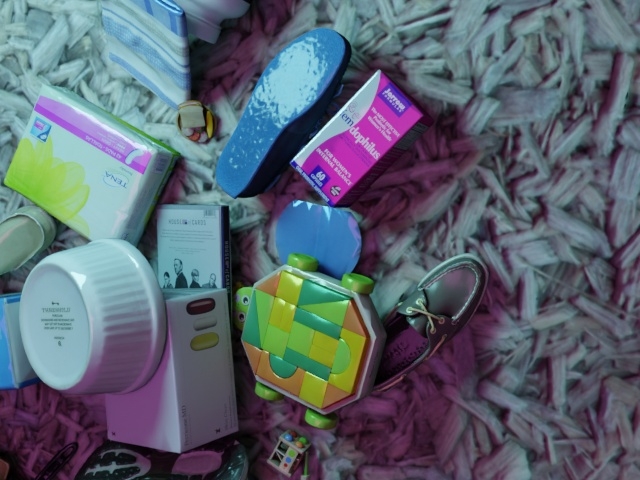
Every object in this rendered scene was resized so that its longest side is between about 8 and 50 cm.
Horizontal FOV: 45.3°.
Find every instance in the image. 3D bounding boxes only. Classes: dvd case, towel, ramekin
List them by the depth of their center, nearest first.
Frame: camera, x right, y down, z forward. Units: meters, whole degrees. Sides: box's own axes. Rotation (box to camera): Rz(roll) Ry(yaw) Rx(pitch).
[{"bbox_3d":[-0.392,0.135,1.285,0.273,0.127,0.272,4,97,39],"label":"ramekin"},{"bbox_3d":[-0.313,-0.359,1.355,0.209,0.285,0.034,39,66,10],"label":"towel"},{"bbox_3d":[-0.239,0.051,1.440,0.179,0.030,0.238,3,95,38],"label":"dvd case"}]

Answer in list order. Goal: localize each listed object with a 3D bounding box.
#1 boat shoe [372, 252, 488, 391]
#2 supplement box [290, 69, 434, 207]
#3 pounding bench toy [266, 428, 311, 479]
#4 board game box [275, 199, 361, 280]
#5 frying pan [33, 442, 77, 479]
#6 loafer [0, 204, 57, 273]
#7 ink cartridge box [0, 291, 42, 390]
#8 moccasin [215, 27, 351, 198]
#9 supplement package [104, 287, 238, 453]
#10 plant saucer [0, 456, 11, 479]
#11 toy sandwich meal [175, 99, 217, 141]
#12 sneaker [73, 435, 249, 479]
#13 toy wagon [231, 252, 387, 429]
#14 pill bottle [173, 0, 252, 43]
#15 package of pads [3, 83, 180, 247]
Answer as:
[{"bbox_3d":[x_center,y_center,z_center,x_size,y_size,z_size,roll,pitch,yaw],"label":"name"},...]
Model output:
[{"bbox_3d":[0.170,0.148,1.310,0.109,0.091,0.305,44,106,10],"label":"boat shoe"},{"bbox_3d":[0.072,-0.169,1.308,0.220,0.114,0.111,-45,79,14],"label":"supplement box"},{"bbox_3d":[-0.043,0.399,1.421,0.083,0.052,0.065,30,102,13],"label":"pounding bench toy"},{"bbox_3d":[0.000,0.000,1.388,0.169,0.033,0.133,13,103,22],"label":"board game box"},{"bbox_3d":[-0.619,0.574,1.611,0.326,0.053,0.197,-24,108,3],"label":"frying pan"},{"bbox_3d":[-0.645,0.022,1.555,0.268,0.092,0.102,-32,108,23],"label":"loafer"},{"bbox_3d":[-0.660,0.194,1.483,0.395,0.285,0.166,-9,90,19],"label":"ink cartridge box"},{"bbox_3d":[-0.062,-0.223,1.350,0.342,0.117,0.137,-48,67,20],"label":"moccasin"},{"bbox_3d":[-0.276,0.223,1.376,0.204,0.145,0.261,-3,93,39],"label":"supplement package"},{"bbox_3d":[-0.759,0.520,1.667,0.188,0.045,0.188,23,101,15],"label":"plant saucer"},{"bbox_3d":[-0.233,-0.220,1.429,0.086,0.029,0.085,-1,118,-1],"label":"toy sandwich meal"},{"bbox_3d":[-0.297,0.485,1.460,0.410,0.158,0.182,-6,126,26],"label":"sneaker"},{"bbox_3d":[-0.049,0.160,1.348,0.344,0.068,0.267,20,100,32],"label":"toy wagon"},{"bbox_3d":[-0.173,-0.516,1.324,0.181,0.181,0.323,30,103,14],"label":"pill bottle"},{"bbox_3d":[-0.449,-0.135,1.486,0.296,0.101,0.229,30,102,14],"label":"package of pads"}]
